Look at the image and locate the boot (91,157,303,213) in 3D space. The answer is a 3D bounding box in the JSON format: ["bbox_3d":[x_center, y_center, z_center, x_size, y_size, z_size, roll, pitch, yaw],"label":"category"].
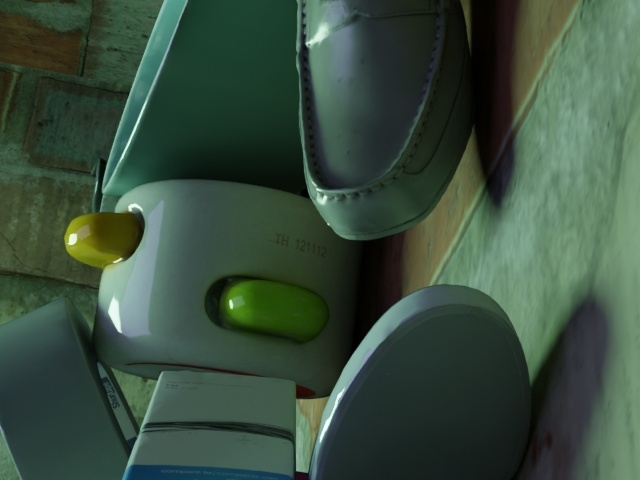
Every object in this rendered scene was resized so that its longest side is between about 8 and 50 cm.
[{"bbox_3d":[-0.139,-0.049,1.489,0.338,0.223,0.118,119,160,-65],"label":"boot"}]

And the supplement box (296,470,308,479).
[{"bbox_3d":[-0.032,0.252,0.841,0.114,0.111,0.220,157,122,-79],"label":"supplement box"}]

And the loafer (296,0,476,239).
[{"bbox_3d":[0.029,-0.144,0.814,0.111,0.112,0.319,55,-151,-46],"label":"loafer"}]

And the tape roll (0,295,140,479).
[{"bbox_3d":[-0.174,0.154,1.023,0.219,0.072,0.219,155,90,-84],"label":"tape roll"}]

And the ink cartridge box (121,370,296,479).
[{"bbox_3d":[-0.053,0.158,0.676,0.190,0.082,0.139,-87,-1,-78],"label":"ink cartridge box"}]

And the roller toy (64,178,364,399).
[{"bbox_3d":[-0.069,0.033,1.032,0.191,0.209,0.146,35,-120,-63],"label":"roller toy"}]

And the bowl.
[{"bbox_3d":[-0.045,-0.154,1.098,0.311,0.163,0.311,-159,90,-77],"label":"bowl"}]

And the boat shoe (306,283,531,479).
[{"bbox_3d":[0.028,0.120,0.654,0.084,0.095,0.258,-103,25,-58],"label":"boat shoe"}]
